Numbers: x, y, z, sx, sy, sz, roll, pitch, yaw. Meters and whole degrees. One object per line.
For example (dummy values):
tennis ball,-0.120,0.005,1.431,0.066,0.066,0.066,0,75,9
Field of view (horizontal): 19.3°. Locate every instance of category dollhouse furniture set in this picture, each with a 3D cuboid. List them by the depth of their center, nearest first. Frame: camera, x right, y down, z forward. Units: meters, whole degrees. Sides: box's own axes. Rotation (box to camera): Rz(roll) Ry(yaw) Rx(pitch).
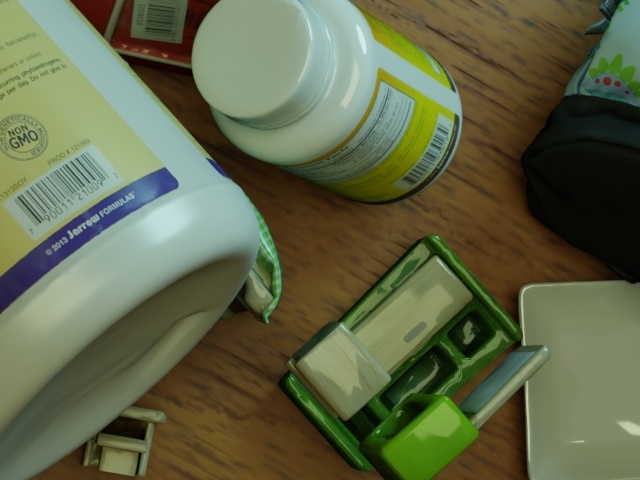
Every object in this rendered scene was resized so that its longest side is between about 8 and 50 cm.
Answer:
dollhouse furniture set,-0.170,0.091,1.206,0.161,0.182,0.101,11,83,-9
dollhouse furniture set,0.000,0.000,1.237,0.151,0.197,0.301,-42,94,-10

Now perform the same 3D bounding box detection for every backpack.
backpack,0.340,-0.141,1.291,0.290,0.273,0.355,29,62,30

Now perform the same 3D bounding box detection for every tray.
tray,0.273,0.099,1.366,0.270,0.030,0.145,-2,85,-11

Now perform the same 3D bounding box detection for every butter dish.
butter dish,-0.085,-0.193,1.278,0.160,0.160,0.118,10,60,-14

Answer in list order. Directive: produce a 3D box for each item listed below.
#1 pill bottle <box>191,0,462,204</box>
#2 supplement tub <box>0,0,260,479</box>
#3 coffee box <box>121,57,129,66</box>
pill bottle,0.004,-0.097,1.226,0.117,0.215,0.117,-5,78,25
supplement tub,-0.220,-0.047,1.038,0.241,0.241,0.331,-40,79,-11
coffee box,-0.293,-0.125,1.232,0.297,0.119,0.168,36,80,-5
